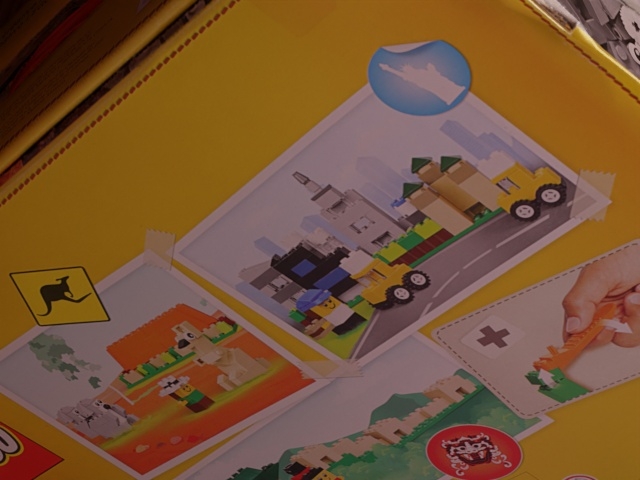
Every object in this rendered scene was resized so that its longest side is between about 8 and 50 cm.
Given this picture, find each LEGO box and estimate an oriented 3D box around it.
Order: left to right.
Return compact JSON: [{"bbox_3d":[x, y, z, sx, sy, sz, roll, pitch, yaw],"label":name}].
[{"bbox_3d":[0.000,0.000,0.777,0.372,0.193,0.500,37,130,-25],"label":"LEGO box"}]

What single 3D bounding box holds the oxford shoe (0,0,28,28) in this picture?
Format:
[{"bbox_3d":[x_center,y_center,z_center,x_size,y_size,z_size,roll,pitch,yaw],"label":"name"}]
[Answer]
[{"bbox_3d":[-0.259,-0.179,0.873,0.146,0.140,0.397,25,-172,15],"label":"oxford shoe"}]
